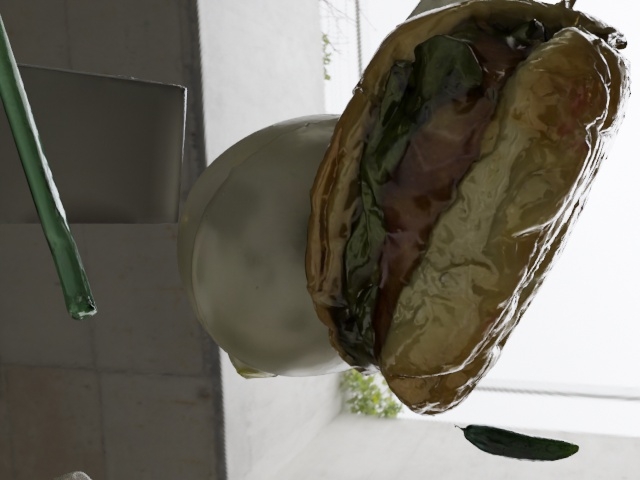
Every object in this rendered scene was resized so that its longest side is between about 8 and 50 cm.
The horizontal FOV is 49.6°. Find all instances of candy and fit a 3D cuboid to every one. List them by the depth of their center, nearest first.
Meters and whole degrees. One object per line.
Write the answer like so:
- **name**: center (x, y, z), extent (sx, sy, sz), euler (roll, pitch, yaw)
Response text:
- **candy**: center (-0.235, -0.145, 0.505), extent (0.119, 0.119, 0.440), euler (-30, -106, 21)

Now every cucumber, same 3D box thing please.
- **cucumber**: center (0.256, 0.269, 0.910), extent (0.167, 0.039, 0.039), euler (10, -81, -1)

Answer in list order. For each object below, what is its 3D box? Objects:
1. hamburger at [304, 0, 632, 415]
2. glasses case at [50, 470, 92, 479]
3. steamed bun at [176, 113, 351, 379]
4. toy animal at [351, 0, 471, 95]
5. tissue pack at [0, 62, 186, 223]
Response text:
- **hamburger**: center (0.096, -0.053, 0.469), extent (0.162, 0.209, 0.330), euler (32, -91, 24)
- **glasses case**: center (-0.186, 0.209, 0.428), extent (0.051, 0.081, 0.204), euler (42, -50, 12)
- **steamed bun**: center (0.003, 0.003, 0.889), extent (0.334, 0.373, 0.334), euler (42, -39, 47)
- **toy animal**: center (0.220, -0.294, 0.945), extent (0.188, 0.308, 0.266), euler (34, -54, 7)
- **tissue pack**: center (-0.270, -0.098, 0.654), extent (0.159, 0.246, 0.136), euler (22, -71, 52)
